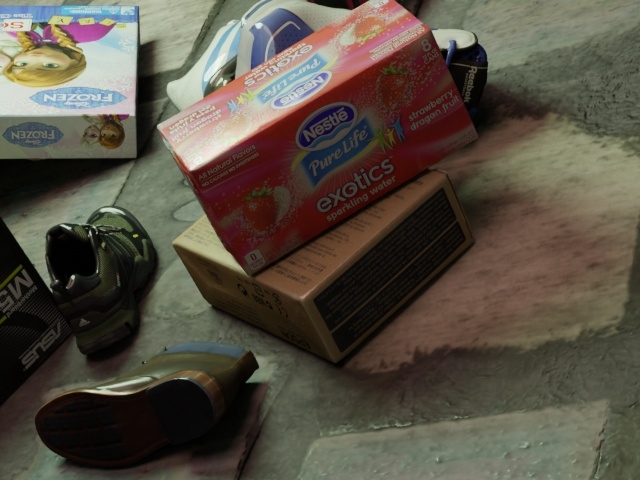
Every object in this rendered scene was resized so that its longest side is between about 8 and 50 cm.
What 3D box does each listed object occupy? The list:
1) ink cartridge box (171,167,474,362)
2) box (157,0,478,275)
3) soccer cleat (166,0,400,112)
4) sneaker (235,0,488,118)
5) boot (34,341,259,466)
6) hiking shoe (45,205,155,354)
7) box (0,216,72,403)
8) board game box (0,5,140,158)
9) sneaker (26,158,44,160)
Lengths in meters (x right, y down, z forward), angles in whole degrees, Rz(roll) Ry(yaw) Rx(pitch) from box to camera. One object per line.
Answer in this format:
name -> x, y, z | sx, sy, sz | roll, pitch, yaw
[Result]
ink cartridge box -> 0.000, 0.000, 1.607 | 0.193, 0.088, 0.234 | -39, 32, -20
box -> -0.003, -0.101, 1.548 | 0.257, 0.128, 0.122 | -31, 31, -5
soccer cleat -> -0.047, -0.252, 1.984 | 0.331, 0.116, 0.143 | -41, 34, -20
sneaker -> 0.065, -0.178, 1.698 | 0.182, 0.127, 0.315 | 11, 11, 33
boot -> -0.158, 0.150, 1.553 | 0.219, 0.082, 0.106 | -12, 13, 33
hiking shoe -> -0.234, 0.013, 1.749 | 0.086, 0.114, 0.227 | -22, 32, 10
box -> -0.362, 0.083, 1.682 | 0.045, 0.184, 0.191 | 7, 45, 47
board game box -> -0.388, -0.205, 2.114 | 0.318, 0.066, 0.318 | -1, 32, -5
sneaker -> -0.355, -0.136, 2.138 | 0.057, 0.047, 0.119 | -13, 27, 36
